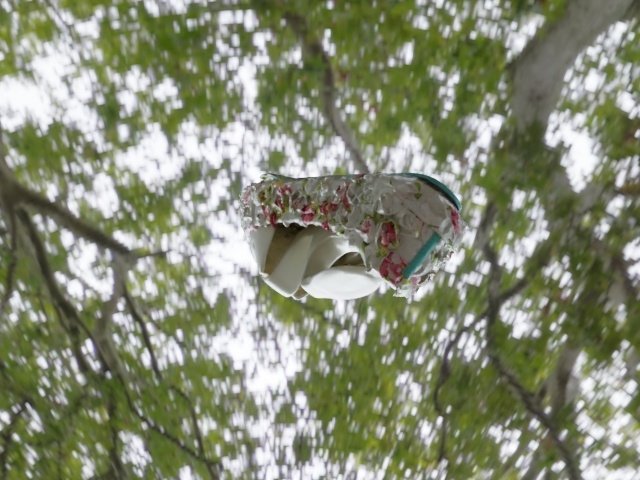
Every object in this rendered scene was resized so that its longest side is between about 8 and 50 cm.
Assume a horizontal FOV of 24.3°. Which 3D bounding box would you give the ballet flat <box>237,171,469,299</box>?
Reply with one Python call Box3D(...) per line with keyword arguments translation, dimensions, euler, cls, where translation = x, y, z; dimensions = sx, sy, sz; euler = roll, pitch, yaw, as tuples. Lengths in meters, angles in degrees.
Box3D(translation=(0.000, 0.000, 0.958), dimensions=(0.091, 0.241, 0.077), euler=(36, -108, -22), cls="ballet flat")
